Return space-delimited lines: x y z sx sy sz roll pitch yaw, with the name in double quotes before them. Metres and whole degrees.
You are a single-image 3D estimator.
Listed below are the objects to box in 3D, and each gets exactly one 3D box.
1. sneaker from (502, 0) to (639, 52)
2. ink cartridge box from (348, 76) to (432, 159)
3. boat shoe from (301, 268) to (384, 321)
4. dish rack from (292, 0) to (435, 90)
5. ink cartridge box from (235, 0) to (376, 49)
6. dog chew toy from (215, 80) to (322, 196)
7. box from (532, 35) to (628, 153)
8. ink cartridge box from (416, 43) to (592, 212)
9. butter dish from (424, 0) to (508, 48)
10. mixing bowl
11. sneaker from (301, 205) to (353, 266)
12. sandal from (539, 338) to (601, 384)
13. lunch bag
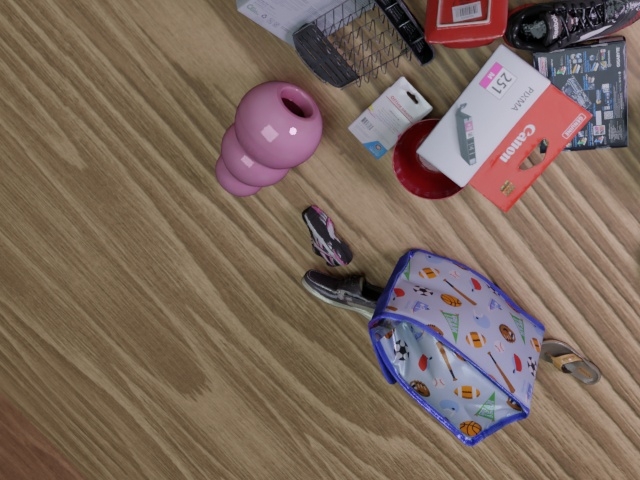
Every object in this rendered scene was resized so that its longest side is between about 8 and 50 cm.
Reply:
"sneaker" 0.482 -0.420 1.310 0.276 0.135 0.097 -6 112 23
"ink cartridge box" 0.163 -0.284 1.553 0.104 0.061 0.181 46 124 -6
"boat shoe" 0.092 0.133 1.783 0.285 0.103 0.092 25 118 4
"dish rack" 0.083 -0.419 1.461 0.272 0.074 0.208 -21 135 30
"ink cartridge box" -0.024 -0.505 1.435 0.224 0.223 0.045 -23 67 30
"dog chew toy" -0.142 -0.223 1.634 0.206 0.206 0.332 44 131 -4
"box" 0.534 -0.293 1.404 0.175 0.051 0.220 -3 115 23
"ink cartridge box" 0.375 -0.220 1.411 0.239 0.060 0.275 38 112 1
"butter dish" 0.301 -0.448 1.387 0.160 0.118 0.159 1 73 21
"mixing bowl" 0.258 -0.189 1.534 0.182 0.098 0.181 5 109 13
"sneaker" 0.000 0.000 1.767 0.077 0.072 0.178 -27 98 42
"sandal" 0.609 0.303 1.689 0.180 0.049 0.072 33 123 3
"lunch bag" 0.300 0.225 1.611 0.385 0.328 0.239 41 125 -5
